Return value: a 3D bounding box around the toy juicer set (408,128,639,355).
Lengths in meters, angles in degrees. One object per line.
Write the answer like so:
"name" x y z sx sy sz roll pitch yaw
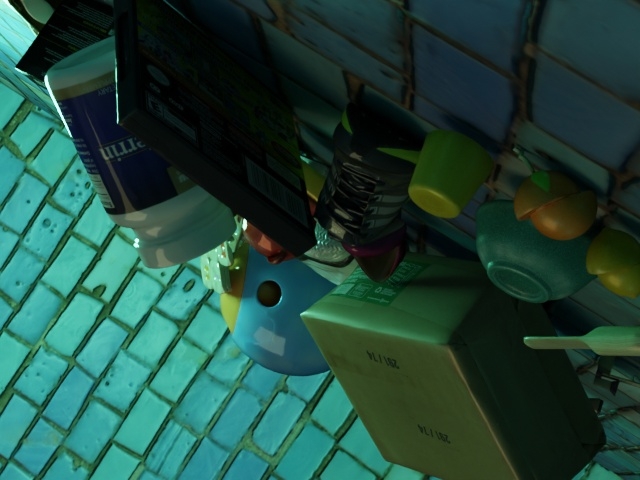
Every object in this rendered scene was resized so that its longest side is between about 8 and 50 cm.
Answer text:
"toy juicer set" 0.237 0.014 1.271 0.209 0.089 0.329 11 152 41

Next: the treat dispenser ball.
"treat dispenser ball" -0.037 0.100 2.407 0.288 0.288 0.288 33 174 4

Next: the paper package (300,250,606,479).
"paper package" 0.180 0.180 1.842 0.325 0.168 0.309 8 132 54

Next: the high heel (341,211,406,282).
"high heel" 0.064 0.021 1.689 0.082 0.117 0.244 6 -168 5

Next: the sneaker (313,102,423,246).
"sneaker" 0.051 -0.057 1.447 0.111 0.121 0.300 32 174 11

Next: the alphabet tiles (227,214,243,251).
"alphabet tiles" -0.188 -0.101 2.104 0.237 0.009 0.198 55 154 18

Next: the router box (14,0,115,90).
"router box" -0.305 -0.245 1.757 0.179 0.133 0.046 29 172 39

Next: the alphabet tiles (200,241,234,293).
"alphabet tiles" -0.198 -0.052 2.344 0.021 0.284 0.278 -8 -173 -18

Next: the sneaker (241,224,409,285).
"sneaker" 0.000 0.000 2.115 0.210 0.137 0.366 40 169 -34

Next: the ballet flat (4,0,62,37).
"ballet flat" -0.368 -0.301 1.864 0.232 0.080 0.073 39 -171 -45

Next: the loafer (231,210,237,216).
"loafer" -0.219 -0.157 1.930 0.366 0.130 0.134 65 175 -33

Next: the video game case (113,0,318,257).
"video game case" -0.118 -0.137 1.475 0.275 0.035 0.248 37 -152 -35

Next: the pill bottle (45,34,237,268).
"pill bottle" -0.207 -0.108 1.593 0.153 0.153 0.264 21 137 64

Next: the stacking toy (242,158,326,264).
"stacking toy" -0.124 -0.103 1.759 0.279 0.130 0.309 37 -179 -22

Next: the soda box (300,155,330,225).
"soda box" -0.045 -0.086 1.966 0.069 0.074 0.216 37 173 -35

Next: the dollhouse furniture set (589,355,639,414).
"dollhouse furniture set" 0.418 0.198 1.842 0.081 0.091 0.114 16 170 13
